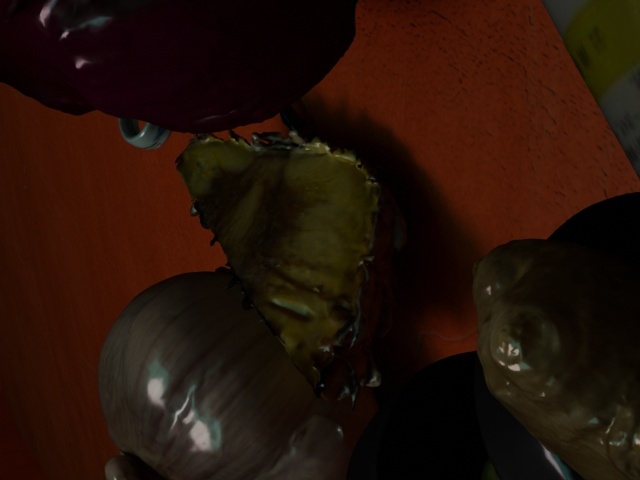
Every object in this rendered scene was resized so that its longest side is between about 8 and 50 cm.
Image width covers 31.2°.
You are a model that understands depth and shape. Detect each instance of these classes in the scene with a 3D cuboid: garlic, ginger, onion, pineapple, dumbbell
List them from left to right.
[{"bbox_3d":[-0.184,-0.215,0.776,0.398,0.420,0.398,45,-161,-20],"label":"onion"},{"bbox_3d":[-0.072,0.156,1.104,0.322,0.321,0.241,30,101,52],"label":"garlic"},{"bbox_3d":[0.004,-0.004,0.991,0.161,0.158,0.334,35,-172,-45],"label":"pineapple"},{"bbox_3d":[0.151,0.128,0.691,0.204,0.203,0.322,59,154,16],"label":"dumbbell"},{"bbox_3d":[0.164,0.113,0.449,0.295,0.086,0.131,54,-164,15],"label":"ginger"}]

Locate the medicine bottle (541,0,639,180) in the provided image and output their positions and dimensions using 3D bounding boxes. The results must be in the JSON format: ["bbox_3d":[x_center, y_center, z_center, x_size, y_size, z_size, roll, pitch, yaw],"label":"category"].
[{"bbox_3d":[0.237,-0.007,0.393,0.340,0.208,0.208,63,155,6],"label":"medicine bottle"}]

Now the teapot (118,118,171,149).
[{"bbox_3d":[-0.120,-0.191,0.994,0.159,0.159,0.232,25,92,55],"label":"teapot"}]
